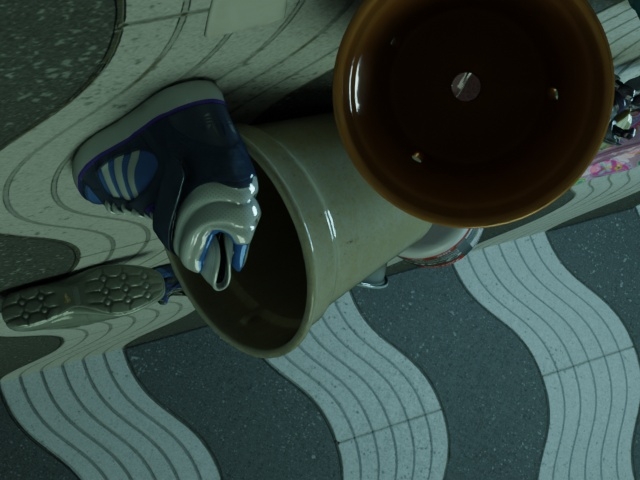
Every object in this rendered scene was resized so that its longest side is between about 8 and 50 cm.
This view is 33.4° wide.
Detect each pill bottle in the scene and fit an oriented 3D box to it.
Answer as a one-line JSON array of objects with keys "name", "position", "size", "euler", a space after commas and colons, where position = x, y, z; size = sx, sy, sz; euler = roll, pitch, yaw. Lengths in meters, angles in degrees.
[{"name": "pill bottle", "position": [0.206, -0.055, 2.040], "size": [0.210, 0.210, 0.363], "euler": [-19, 170, 10]}]

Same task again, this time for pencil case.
[{"name": "pencil case", "position": [0.583, -0.187, 2.248], "size": [0.284, 0.124, 0.124], "euler": [-19, 171, 9]}]

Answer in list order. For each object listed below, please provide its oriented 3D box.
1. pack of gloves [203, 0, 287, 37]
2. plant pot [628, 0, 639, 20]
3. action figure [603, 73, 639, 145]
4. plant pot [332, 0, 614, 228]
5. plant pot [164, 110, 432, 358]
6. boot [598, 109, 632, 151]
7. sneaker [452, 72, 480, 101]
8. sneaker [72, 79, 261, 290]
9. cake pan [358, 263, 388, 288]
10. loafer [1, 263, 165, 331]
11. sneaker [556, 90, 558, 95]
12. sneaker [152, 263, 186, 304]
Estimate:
[{"name": "pack of gloves", "position": [-0.007, -0.279, 0.928], "size": [0.195, 0.046, 0.232], "euler": [-16, 160, -16]}, {"name": "plant pot", "position": [0.587, -0.262, 1.419], "size": [0.272, 0.255, 0.271], "euler": [-18, 171, -3]}, {"name": "action figure", "position": [0.534, -0.249, 1.842], "size": [0.285, 0.099, 0.185], "euler": [-24, 157, 3]}, {"name": "plant pot", "position": [0.167, -0.172, 1.195], "size": [0.291, 0.290, 0.203], "euler": [-19, -173, 10]}, {"name": "plant pot", "position": [-0.012, -0.046, 1.497], "size": [0.306, 0.333, 0.334], "euler": [-24, 176, -36]}, {"name": "boot", "position": [0.473, -0.202, 2.046], "size": [0.262, 0.095, 0.203], "euler": [-27, 169, 14]}, {"name": "sneaker", "position": [0.233, -0.222, 1.469], "size": [0.163, 0.106, 0.281], "euler": [-23, 169, 14]}, {"name": "sneaker", "position": [-0.194, -0.035, 1.342], "size": [0.130, 0.236, 0.323], "euler": [-9, 167, -41]}, {"name": "cake pan", "position": [0.000, 0.000, 1.956], "size": [0.293, 0.293, 0.054], "euler": [1, 116, -62]}, {"name": "loafer", "position": [-0.468, 0.114, 2.118], "size": [0.320, 0.112, 0.111], "euler": [-8, 174, -9]}, {"name": "sneaker", "position": [0.356, -0.260, 1.613], "size": [0.086, 0.064, 0.192], "euler": [-24, 172, -6]}, {"name": "sneaker", "position": [-0.274, 0.086, 2.344], "size": [0.221, 0.087, 0.083], "euler": [-15, 171, -14]}]
